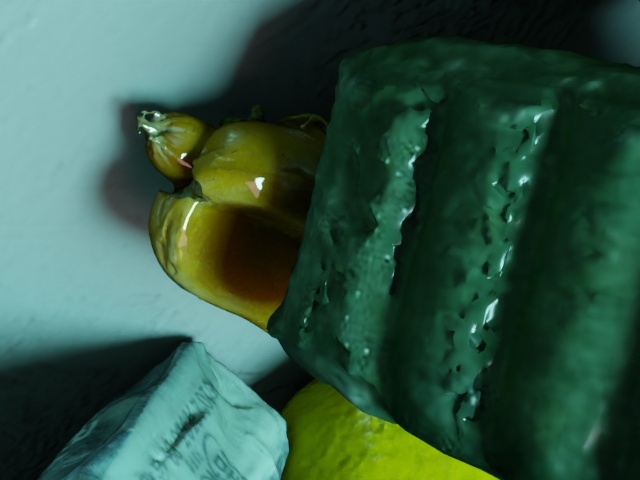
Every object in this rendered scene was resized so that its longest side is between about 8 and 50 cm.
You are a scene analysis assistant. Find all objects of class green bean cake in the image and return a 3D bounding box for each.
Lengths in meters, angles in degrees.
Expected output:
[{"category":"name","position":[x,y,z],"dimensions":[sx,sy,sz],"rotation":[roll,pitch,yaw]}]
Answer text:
[{"category":"green bean cake","position":[0.180,0.021,0.542],"dimensions":[0.308,0.300,0.169],"rotation":[4,102,-52]}]

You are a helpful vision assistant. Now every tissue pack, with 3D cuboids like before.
[{"category":"tissue pack","position":[-0.163,0.203,0.623],"dimensions":[0.316,0.103,0.228],"rotation":[-42,-175,11]}]

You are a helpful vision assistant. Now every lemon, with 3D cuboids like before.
[{"category":"lemon","position":[0.053,0.166,0.738],"dimensions":[0.192,0.231,0.192],"rotation":[-3,137,-3]}]

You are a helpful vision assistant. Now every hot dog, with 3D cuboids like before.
[{"category":"hot dog","position":[0.000,0.000,0.630],"dimensions":[0.109,0.072,0.269],"rotation":[-44,146,10]}]
